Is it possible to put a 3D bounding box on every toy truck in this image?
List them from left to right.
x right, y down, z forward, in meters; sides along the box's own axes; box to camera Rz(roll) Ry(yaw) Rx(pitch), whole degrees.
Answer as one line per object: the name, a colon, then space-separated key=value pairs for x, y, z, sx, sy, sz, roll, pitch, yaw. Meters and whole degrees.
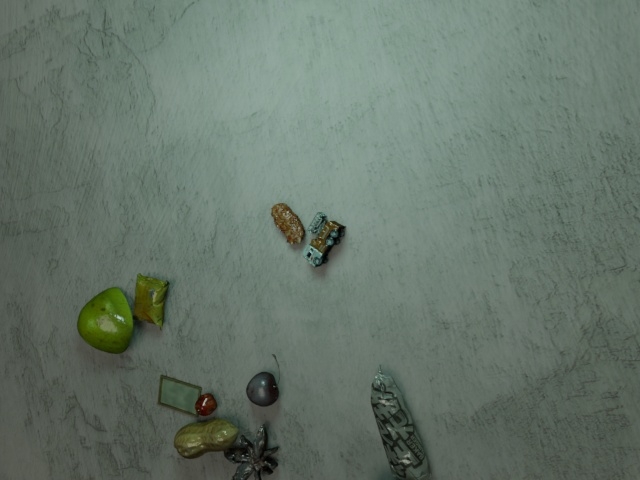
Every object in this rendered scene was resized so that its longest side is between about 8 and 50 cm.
toy truck: x=-0.001 y=0.000 z=1.676 sx=0.115 sy=0.080 sz=0.177 roll=35 pitch=104 yaw=17

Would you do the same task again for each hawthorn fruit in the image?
hawthorn fruit: x=-0.470 y=0.671 z=1.891 sx=0.093 sy=0.093 sz=0.093 roll=2 pitch=96 yaw=17

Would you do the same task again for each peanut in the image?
peanut: x=-0.464 y=0.800 z=1.876 sx=0.313 sy=0.149 sz=0.149 roll=-17 pitch=90 yaw=19

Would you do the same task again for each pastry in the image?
pastry: x=-0.113 y=-0.066 z=1.717 sx=0.087 sy=0.063 sz=0.169 roll=-32 pitch=91 yaw=27

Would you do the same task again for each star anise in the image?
star anise: x=-0.277 y=0.871 z=1.843 sx=0.257 sy=0.110 sz=0.198 roll=-32 pitch=86 yaw=12

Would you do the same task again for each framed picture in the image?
framed picture: x=-0.601 y=0.661 z=1.974 sx=0.201 sy=0.010 sz=0.136 roll=11 pitch=100 yaw=17

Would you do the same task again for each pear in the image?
pear: x=-0.901 y=0.373 z=1.949 sx=0.239 sy=0.139 sz=0.288 roll=35 pitch=105 yaw=23

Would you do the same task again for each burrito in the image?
burrito: x=0.263 y=0.651 z=1.652 sx=0.139 sy=0.101 sz=0.445 roll=-20 pitch=92 yaw=24

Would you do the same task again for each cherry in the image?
cherry: x=-0.232 y=0.548 z=1.802 sx=0.148 sy=0.115 sz=0.188 roll=-25 pitch=78 yaw=57

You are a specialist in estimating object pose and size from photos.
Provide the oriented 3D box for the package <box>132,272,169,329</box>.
package: x=-0.702 y=0.252 z=1.917 sx=0.168 sy=0.090 sz=0.226 roll=13 pitch=104 yaw=19
